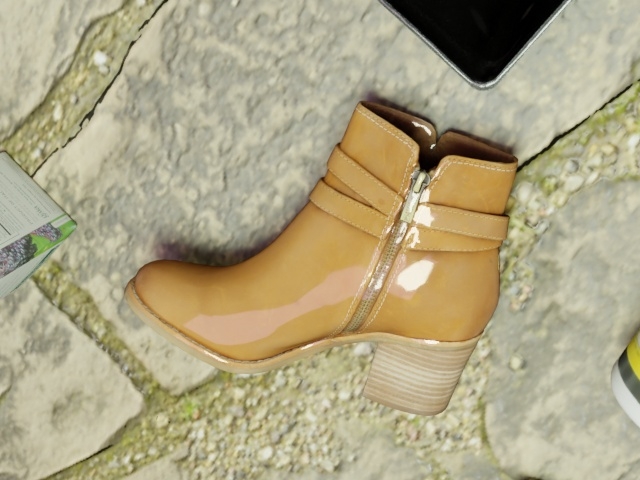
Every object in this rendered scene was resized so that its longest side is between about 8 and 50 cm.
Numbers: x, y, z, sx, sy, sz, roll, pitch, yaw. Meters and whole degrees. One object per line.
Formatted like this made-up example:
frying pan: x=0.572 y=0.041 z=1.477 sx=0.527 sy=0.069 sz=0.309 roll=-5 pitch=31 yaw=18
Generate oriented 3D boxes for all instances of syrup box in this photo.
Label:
syrup box: x=-0.305 y=0.017 z=0.972 sx=0.096 sy=0.237 sz=0.093 roll=46 pitch=115 yaw=-1

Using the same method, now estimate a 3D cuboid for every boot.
boot: x=0.000 y=0.000 z=0.934 sx=0.283 sy=0.109 sz=0.220 roll=18 pitch=114 yaw=9

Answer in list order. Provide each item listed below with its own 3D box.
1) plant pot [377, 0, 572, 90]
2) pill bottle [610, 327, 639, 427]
plant pot: x=0.113 y=-0.237 z=0.784 sx=0.188 sy=0.167 sz=0.187 roll=42 pitch=116 yaw=1
pill bottle: x=0.303 y=0.047 z=0.847 sx=0.119 sy=0.119 sz=0.208 roll=31 pitch=116 yaw=6
